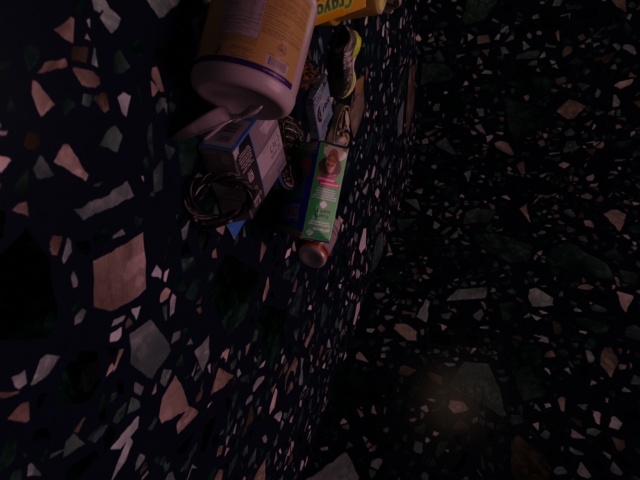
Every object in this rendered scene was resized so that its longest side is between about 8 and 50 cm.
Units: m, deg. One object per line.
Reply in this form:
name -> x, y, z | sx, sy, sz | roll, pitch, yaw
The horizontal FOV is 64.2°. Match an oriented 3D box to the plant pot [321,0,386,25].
plant pot -> 0.094, -0.857, 1.727 | 0.254, 0.239, 0.253 | 12, 90, -72

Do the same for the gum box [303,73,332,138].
gum box -> -0.006, -0.509, 1.944 | 0.184, 0.041, 0.157 | 77, 30, -50

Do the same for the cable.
cable -> -0.251, -0.108, 1.294 | 0.047, 0.185, 0.150 | -124, -164, -56

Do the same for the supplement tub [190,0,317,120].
supplement tub -> -0.142, -0.469, 1.162 | 0.241, 0.241, 0.331 | 33, 69, -71

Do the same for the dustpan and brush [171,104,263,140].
dustpan and brush -> -0.222, -0.275, 1.167 | 0.060, 0.211, 0.147 | 58, 30, -9

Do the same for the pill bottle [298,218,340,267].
pill bottle -> 0.000, 0.000, 2.130 | 0.121, 0.121, 0.221 | 84, 24, -42

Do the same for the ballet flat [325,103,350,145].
ballet flat -> 0.076, -0.456, 2.153 | 0.086, 0.086, 0.248 | 13, 88, -72

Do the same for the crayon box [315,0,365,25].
crayon box -> -0.020, -0.786, 1.437 | 0.363, 0.106, 0.313 | -35, 137, -32

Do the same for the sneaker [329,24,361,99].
sneaker -> 0.079, -0.707, 2.018 | 0.121, 0.111, 0.299 | 15, 80, -62

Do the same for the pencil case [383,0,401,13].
pencil case -> 0.325, -1.259, 2.310 | 0.184, 0.160, 0.410 | 18, 83, -57

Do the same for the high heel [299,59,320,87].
high heel -> -0.055, -0.552, 1.537 | 0.093, 0.186, 0.261 | 76, 30, -52

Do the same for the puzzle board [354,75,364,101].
puzzle board -> 0.182, -0.725, 2.431 | 0.128, 0.011, 0.096 | -51, 149, -54

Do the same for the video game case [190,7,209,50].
video game case -> -0.248, -0.476, 1.270 | 0.183, 0.023, 0.201 | -61, 156, -44

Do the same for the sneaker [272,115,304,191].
sneaker -> -0.123, -0.287, 1.665 | 0.100, 0.108, 0.271 | 14, 70, -35

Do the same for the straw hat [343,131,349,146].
straw hat -> 0.095, -0.446, 2.252 | 0.144, 0.061, 0.144 | 11, 90, -71

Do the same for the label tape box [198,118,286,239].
label tape box -> -0.196, -0.197, 1.444 | 0.347, 0.115, 0.249 | 78, 29, -46

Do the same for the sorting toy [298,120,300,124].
sorting toy -> -0.083, -0.382, 1.834 | 0.062, 0.012, 0.083 | -59, 150, -57

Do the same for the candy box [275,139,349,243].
candy box -> -0.037, -0.164, 1.718 | 0.268, 0.122, 0.317 | -165, -96, -66
